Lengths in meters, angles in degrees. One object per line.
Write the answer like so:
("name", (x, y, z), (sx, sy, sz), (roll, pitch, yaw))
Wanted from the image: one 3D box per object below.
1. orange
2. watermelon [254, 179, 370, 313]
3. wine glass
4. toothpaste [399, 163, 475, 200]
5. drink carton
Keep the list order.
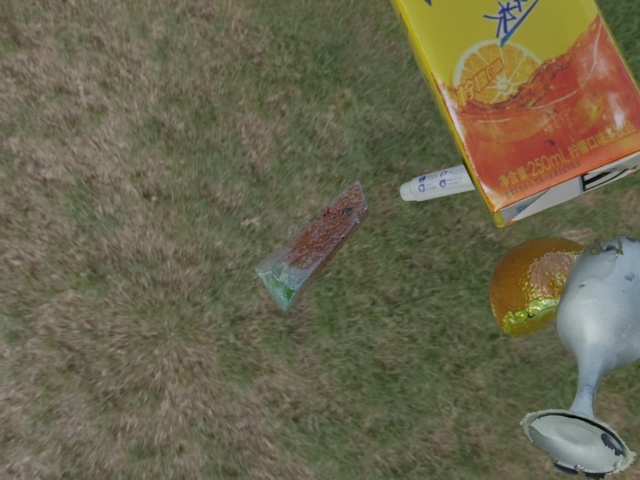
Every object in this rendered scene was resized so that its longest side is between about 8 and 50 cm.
("orange", (0.405, 0.075, 1.604), (0.179, 0.237, 0.159), (-14, 77, -19))
("watermelon", (0.000, 0.000, 1.448), (0.094, 0.154, 0.241), (45, 76, -1))
("wine glass", (0.367, 0.142, 1.157), (0.143, 0.143, 0.321), (33, 53, -5))
("toothpaste", (0.190, -0.081, 1.128), (0.033, 0.218, 0.052), (29, 62, -37))
("drink carton", (0.149, -0.202, 0.779), (0.154, 0.111, 0.351), (-23, 79, 9))
